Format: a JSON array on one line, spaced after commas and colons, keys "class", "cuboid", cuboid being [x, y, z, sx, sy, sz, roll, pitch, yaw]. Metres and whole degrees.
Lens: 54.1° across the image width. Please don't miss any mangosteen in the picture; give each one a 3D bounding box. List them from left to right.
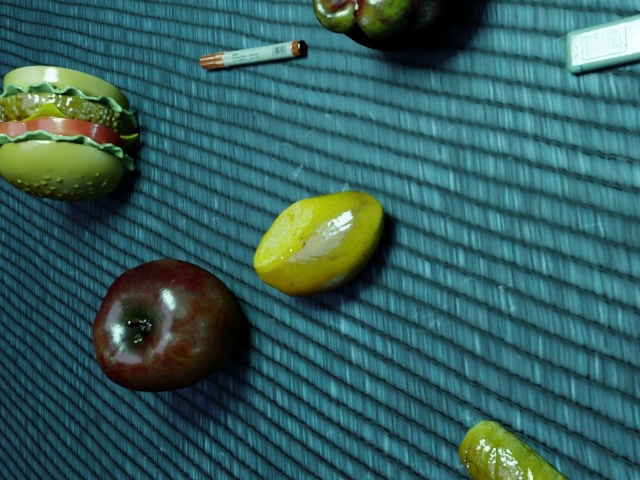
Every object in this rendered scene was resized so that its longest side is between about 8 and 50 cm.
[{"class": "mangosteen", "cuboid": [0.086, -0.336, 0.795, 0.210, 0.210, 0.209, -3, 85, 38]}]

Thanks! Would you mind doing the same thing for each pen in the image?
[{"class": "pen", "cuboid": [-0.120, -0.314, 1.066, 0.239, 0.028, 0.028, 6, 90, 39]}]

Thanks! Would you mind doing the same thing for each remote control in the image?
[{"class": "remote control", "cuboid": [0.338, -0.223, 0.701, 0.125, 0.018, 0.053, -5, 83, 38]}]

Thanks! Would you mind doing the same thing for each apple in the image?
[{"class": "apple", "cuboid": [-0.238, 0.135, 1.007, 0.234, 0.234, 0.233, -3, 85, 38]}]

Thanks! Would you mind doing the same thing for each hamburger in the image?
[{"class": "hamburger", "cuboid": [-0.493, -0.182, 1.202, 0.275, 0.275, 0.212, -8, 75, 38]}]

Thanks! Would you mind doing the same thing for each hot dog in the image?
[{"class": "hot dog", "cuboid": [0.273, 0.308, 0.691, 0.286, 0.061, 0.087, 31, 95, 35]}]

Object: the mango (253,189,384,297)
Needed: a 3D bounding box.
[{"class": "mango", "cuboid": [0.004, 0.003, 0.903, 0.217, 0.102, 0.141, -32, 44, 29]}]
